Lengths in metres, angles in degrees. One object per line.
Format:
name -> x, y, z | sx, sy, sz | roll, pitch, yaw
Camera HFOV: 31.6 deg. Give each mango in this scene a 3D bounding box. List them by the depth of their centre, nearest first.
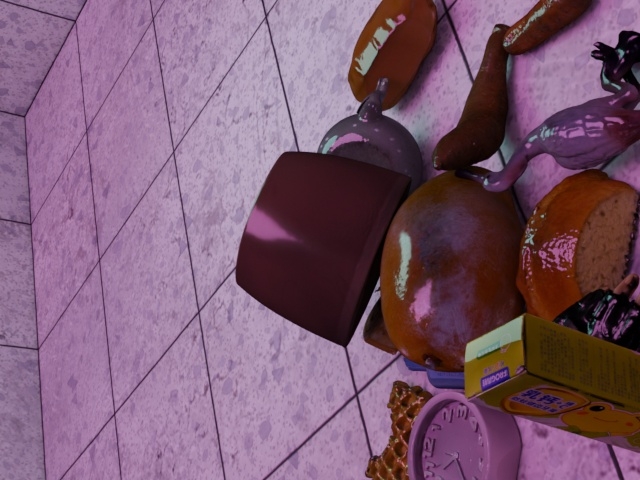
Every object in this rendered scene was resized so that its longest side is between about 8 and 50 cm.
mango -> 0.204, 0.027, 1.678 | 0.222, 0.199, 0.384 | -8, 43, 30

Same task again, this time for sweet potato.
sweet potato -> 0.255, -0.201, 1.779 | 0.079, 0.108, 0.346 | 8, 51, 23

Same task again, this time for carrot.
carrot -> 0.348, -0.341, 1.740 | 0.186, 0.060, 0.060 | -40, 48, 50

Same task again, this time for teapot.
teapot -> 0.089, -0.130, 1.991 | 0.193, 0.129, 0.294 | 8, 111, 23

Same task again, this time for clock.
clock -> 0.216, 0.330, 1.722 | 0.197, 0.068, 0.196 | -25, 60, 53

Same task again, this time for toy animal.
toy animal -> 0.350, -0.147, 1.580 | 0.324, 0.090, 0.195 | -43, 31, 12

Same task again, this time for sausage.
sausage -> 0.128, -0.344, 2.035 | 0.241, 0.120, 0.136 | -61, 21, 27

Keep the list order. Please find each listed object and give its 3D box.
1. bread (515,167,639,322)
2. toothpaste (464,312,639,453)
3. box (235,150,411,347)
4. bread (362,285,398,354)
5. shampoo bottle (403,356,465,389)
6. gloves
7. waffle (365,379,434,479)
bread -> 0.343, 0.020, 1.555 | 0.129, 0.134, 0.260 | 6, 85, 58
toothpaste -> 0.330, 0.179, 1.343 | 0.110, 0.328, 0.077 | -36, 41, 50
box -> 0.000, 0.000, 1.836 | 0.301, 0.216, 0.300 | 22, -90, -85
bread -> 0.124, 0.124, 1.897 | 0.149, 0.073, 0.122 | -58, 10, 29
shampoo bottle -> 0.224, 0.183, 1.763 | 0.258, 0.061, 0.103 | -6, 75, 57
gloves -> 0.381, 0.121, 1.442 | 0.203, 0.164, 0.124 | 117, 170, -53
waffle -> 0.131, 0.333, 1.875 | 0.149, 0.051, 0.194 | 9, 89, 57
